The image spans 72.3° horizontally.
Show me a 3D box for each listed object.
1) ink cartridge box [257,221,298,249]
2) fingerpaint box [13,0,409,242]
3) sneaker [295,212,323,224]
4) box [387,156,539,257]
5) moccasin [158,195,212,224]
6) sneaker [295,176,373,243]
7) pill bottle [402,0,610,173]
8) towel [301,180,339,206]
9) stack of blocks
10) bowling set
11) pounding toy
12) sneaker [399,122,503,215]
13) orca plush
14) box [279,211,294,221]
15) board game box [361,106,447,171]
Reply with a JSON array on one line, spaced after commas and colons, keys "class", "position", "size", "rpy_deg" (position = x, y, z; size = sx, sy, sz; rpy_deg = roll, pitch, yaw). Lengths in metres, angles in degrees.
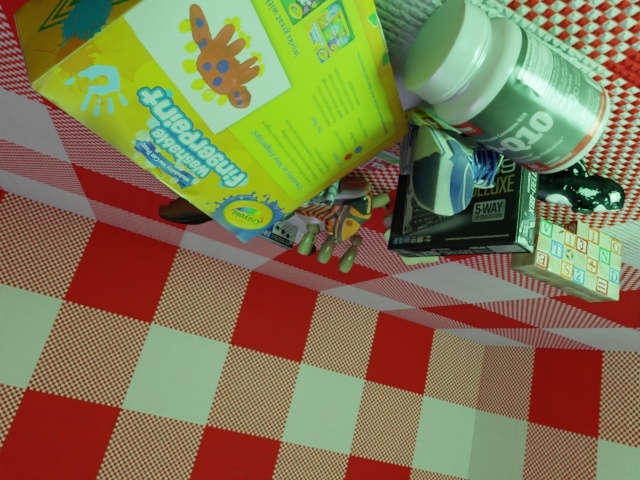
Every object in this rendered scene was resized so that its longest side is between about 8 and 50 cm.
[{"class": "ink cartridge box", "position": [-0.193, -0.044, 1.768], "size": [0.207, 0.097, 0.046], "rpy_deg": [25, 160, -33]}, {"class": "fingerpaint box", "position": [-0.099, -0.230, 0.642], "size": [0.371, 0.163, 0.445], "rpy_deg": [-34, 151, 6]}, {"class": "sneaker", "position": [-0.111, -0.150, 1.394], "size": [0.304, 0.114, 0.152], "rpy_deg": [11, 144, 13]}, {"class": "box", "position": [0.300, -0.091, 0.945], "size": [0.076, 0.243, 0.307], "rpy_deg": [22, 163, -38]}, {"class": "moccasin", "position": [-0.481, -0.142, 1.655], "size": [0.380, 0.147, 0.139], "rpy_deg": [-8, 167, 44]}, {"class": "sneaker", "position": [-0.008, -0.076, 1.271], "size": [0.320, 0.125, 0.180], "rpy_deg": [0, 124, 12]}, {"class": "pill bottle", "position": [0.276, -0.227, 0.667], "size": [0.283, 0.161, 0.161], "rpy_deg": [21, 162, -21]}, {"class": "towel", "position": [-0.089, -0.199, 0.948], "size": [0.283, 0.235, 0.121], "rpy_deg": [9, 157, 18]}, {"class": "stack of blocks", "position": [0.668, 0.040, 1.188], "size": [0.297, 0.171, 0.087], "rpy_deg": [21, 162, -17]}, {"class": "bowling set", "position": [0.000, 0.000, 1.736], "size": [0.287, 0.154, 0.199], "rpy_deg": [26, 179, -37]}, {"class": "pounding toy", "position": [0.274, -0.064, 1.322], "size": [0.154, 0.155, 0.269], "rpy_deg": [-24, 127, 26]}, {"class": "sneaker", "position": [0.253, -0.145, 0.784], "size": [0.182, 0.128, 0.315], "rpy_deg": [4, -157, 1]}, {"class": "orca plush", "position": [0.513, -0.141, 0.944], "size": [0.287, 0.102, 0.151], "rpy_deg": [19, -149, 19]}, {"class": "box", "position": [-0.175, -0.169, 1.170], "size": [0.183, 0.059, 0.233], "rpy_deg": [4, 116, 34]}, {"class": "board game box", "position": [0.163, -0.224, 1.003], "size": [0.124, 0.039, 0.259], "rpy_deg": [25, 158, -33]}]
